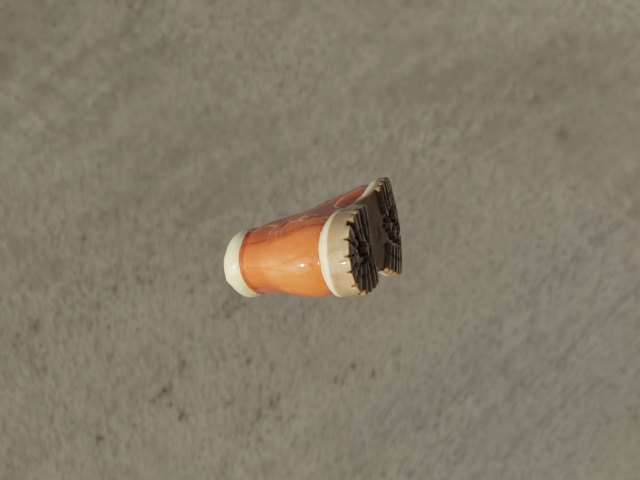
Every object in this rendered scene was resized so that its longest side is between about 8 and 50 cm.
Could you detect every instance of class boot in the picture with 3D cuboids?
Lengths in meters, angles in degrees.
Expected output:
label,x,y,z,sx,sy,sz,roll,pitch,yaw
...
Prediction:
label,x,y,z,sx,sy,sz,roll,pitch,yaw
boot,0.000,0.000,0.884,0.084,0.158,0.059,-8,95,19
